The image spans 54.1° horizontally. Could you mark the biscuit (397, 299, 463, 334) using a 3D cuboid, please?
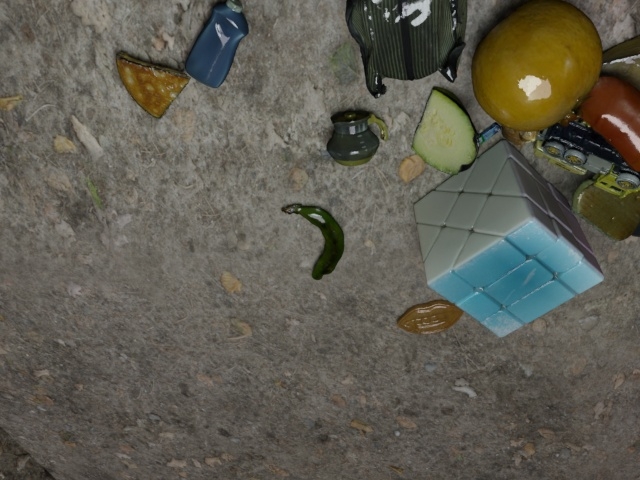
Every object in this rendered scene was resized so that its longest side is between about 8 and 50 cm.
[{"bbox_3d":[0.359,0.254,2.040,0.221,0.029,0.142,-13,132,10],"label":"biscuit"}]

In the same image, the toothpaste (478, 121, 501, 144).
[{"bbox_3d":[0.414,-0.264,1.579,0.083,0.017,0.020,-37,124,27],"label":"toothpaste"}]

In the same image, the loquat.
[{"bbox_3d":[0.455,-0.356,1.324,0.275,0.275,0.275,-1,132,-1],"label":"loquat"}]

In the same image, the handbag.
[{"bbox_3d":[0.175,-0.461,1.248,0.247,0.240,0.340,-6,134,10],"label":"handbag"}]

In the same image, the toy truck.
[{"bbox_3d":[0.650,-0.207,1.518,0.272,0.124,0.157,26,171,8],"label":"toy truck"}]

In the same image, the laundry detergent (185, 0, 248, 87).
[{"bbox_3d":[-0.221,-0.440,1.376,0.097,0.061,0.206,28,126,-10],"label":"laundry detergent"}]

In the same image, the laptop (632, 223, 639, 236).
[{"bbox_3d":[0.997,-0.052,1.786,0.180,0.016,0.129,4,132,-6],"label":"laptop"}]

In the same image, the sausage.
[{"bbox_3d":[0.679,-0.255,1.376,0.258,0.133,0.133,46,123,5],"label":"sausage"}]

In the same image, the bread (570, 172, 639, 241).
[{"bbox_3d":[0.780,-0.117,1.659,0.286,0.056,0.207,29,102,-37],"label":"bread"}]

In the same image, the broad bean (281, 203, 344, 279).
[{"bbox_3d":[0.000,0.000,1.793,0.144,0.049,0.292,-10,130,16],"label":"broad bean"}]

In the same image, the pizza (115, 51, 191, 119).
[{"bbox_3d":[-0.376,-0.369,1.435,0.176,0.036,0.184,-15,134,28],"label":"pizza"}]

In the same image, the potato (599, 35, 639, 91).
[{"bbox_3d":[0.742,-0.388,1.400,0.243,0.098,0.138,-11,126,32],"label":"potato"}]

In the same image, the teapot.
[{"bbox_3d":[0.092,-0.255,1.523,0.166,0.130,0.119,-22,120,-25],"label":"teapot"}]

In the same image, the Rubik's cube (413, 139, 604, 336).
[{"bbox_3d":[0.468,0.000,1.619,0.316,0.319,0.322,35,124,-29],"label":"Rubik's cube"}]

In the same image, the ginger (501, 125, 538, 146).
[{"bbox_3d":[0.477,-0.274,1.497,0.067,0.165,0.096,-27,91,4],"label":"ginger"}]

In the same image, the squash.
[{"bbox_3d":[0.330,-0.257,1.525,0.085,0.184,0.192,-24,146,-34],"label":"squash"}]
